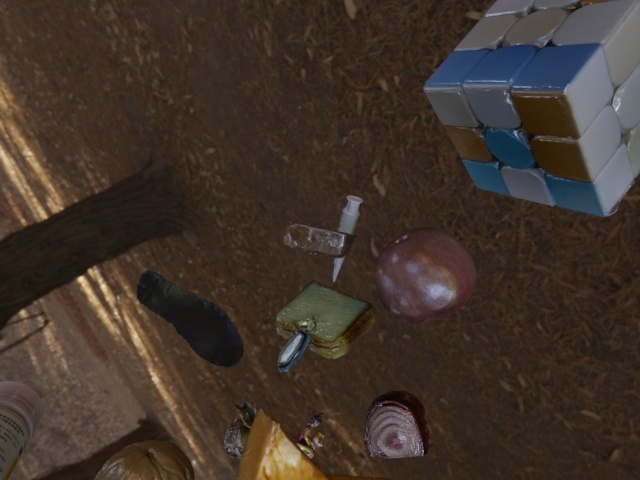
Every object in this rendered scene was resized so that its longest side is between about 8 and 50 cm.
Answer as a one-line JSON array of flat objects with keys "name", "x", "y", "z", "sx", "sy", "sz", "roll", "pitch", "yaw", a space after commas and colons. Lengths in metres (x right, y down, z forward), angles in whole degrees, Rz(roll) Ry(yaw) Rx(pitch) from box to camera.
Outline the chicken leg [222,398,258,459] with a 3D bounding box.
[{"name": "chicken leg", "x": -0.161, "y": 0.413, "z": 1.015, "sx": 0.196, "sy": 0.081, "sz": 0.125, "roll": 96, "pitch": 172, "yaw": -70}]

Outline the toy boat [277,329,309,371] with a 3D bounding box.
[{"name": "toy boat", "x": -0.083, "y": 0.331, "z": 1.389, "sx": 0.060, "sy": 0.137, "sz": 0.061, "roll": 27, "pitch": 164, "yaw": 23}]

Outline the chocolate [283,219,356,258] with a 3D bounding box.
[{"name": "chocolate", "x": 0.000, "y": 0.000, "z": 1.493, "sx": 0.214, "sy": 0.148, "sz": 0.093, "roll": 15, "pitch": 96, "yaw": 13}]

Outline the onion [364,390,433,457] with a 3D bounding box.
[{"name": "onion", "x": 0.260, "y": 0.601, "z": 1.549, "sx": 0.216, "sy": 0.206, "sz": 0.206, "roll": -8, "pitch": 79, "yaw": 22}]

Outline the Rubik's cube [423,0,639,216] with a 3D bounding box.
[{"name": "Rubik's cube", "x": 0.498, "y": -0.309, "z": 0.991, "sx": 0.344, "sy": 0.347, "sz": 0.346, "roll": 27, "pitch": 162, "yaw": 52}]

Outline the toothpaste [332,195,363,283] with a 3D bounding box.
[{"name": "toothpaste", "x": 0.082, "y": -0.001, "z": 1.670, "sx": 0.100, "sy": 0.066, "sz": 0.322, "roll": -95, "pitch": 17, "yaw": -65}]

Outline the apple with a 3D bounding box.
[{"name": "apple", "x": 0.285, "y": 0.089, "z": 1.306, "sx": 0.235, "sy": 0.306, "sz": 0.306, "roll": 57, "pitch": 147, "yaw": -3}]

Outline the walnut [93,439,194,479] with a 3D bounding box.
[{"name": "walnut", "x": -0.526, "y": 0.762, "z": 1.371, "sx": 0.333, "sy": 0.333, "sz": 0.332, "roll": 33, "pitch": 140, "yaw": 32}]

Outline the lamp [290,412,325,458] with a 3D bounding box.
[{"name": "lamp", "x": -0.061, "y": 0.778, "z": 1.781, "sx": 0.118, "sy": 0.253, "sz": 0.118, "roll": 44, "pitch": 161, "yaw": 19}]

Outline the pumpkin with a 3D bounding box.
[{"name": "pumpkin", "x": -0.020, "y": 0.400, "z": 0.625, "sx": 0.290, "sy": 0.258, "sz": 0.095, "roll": 32, "pitch": 155, "yaw": -5}]

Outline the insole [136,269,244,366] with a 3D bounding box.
[{"name": "insole", "x": -0.271, "y": 0.152, "z": 0.946, "sx": 0.322, "sy": 0.007, "sz": 0.109, "roll": 26, "pitch": 97, "yaw": 29}]

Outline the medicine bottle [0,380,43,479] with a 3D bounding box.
[{"name": "medicine bottle", "x": -0.585, "y": 0.360, "z": 0.798, "sx": 0.249, "sy": 0.133, "sz": 0.133, "roll": -131, "pitch": 19, "yaw": -70}]

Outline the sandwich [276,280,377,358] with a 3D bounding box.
[{"name": "sandwich", "x": 0.012, "y": 0.263, "z": 1.550, "sx": 0.273, "sy": 0.249, "sz": 0.095, "roll": 18, "pitch": 128, "yaw": 34}]
